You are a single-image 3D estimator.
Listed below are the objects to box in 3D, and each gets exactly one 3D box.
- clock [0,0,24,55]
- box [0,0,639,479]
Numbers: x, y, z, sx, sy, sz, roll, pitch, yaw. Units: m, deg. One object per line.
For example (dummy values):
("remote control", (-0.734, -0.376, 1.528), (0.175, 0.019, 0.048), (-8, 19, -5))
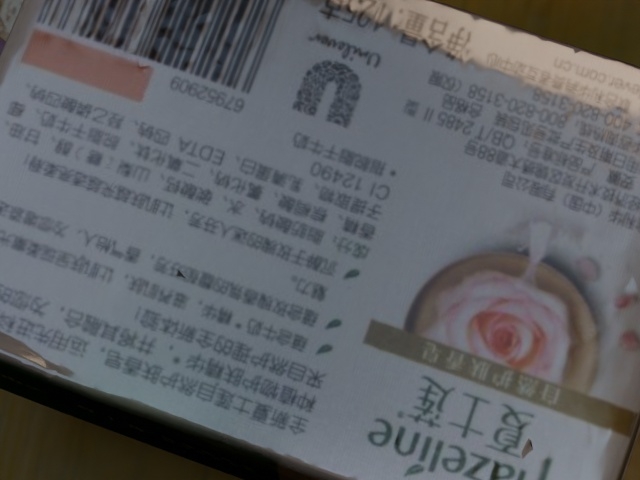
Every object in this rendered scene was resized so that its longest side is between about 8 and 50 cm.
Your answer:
("clock", (-0.082, -0.117, 0.637), (0.172, 0.064, 0.198), (14, 74, 7))
("box", (0.000, 0.000, 0.530), (0.199, 0.081, 0.135), (20, 77, 7))
